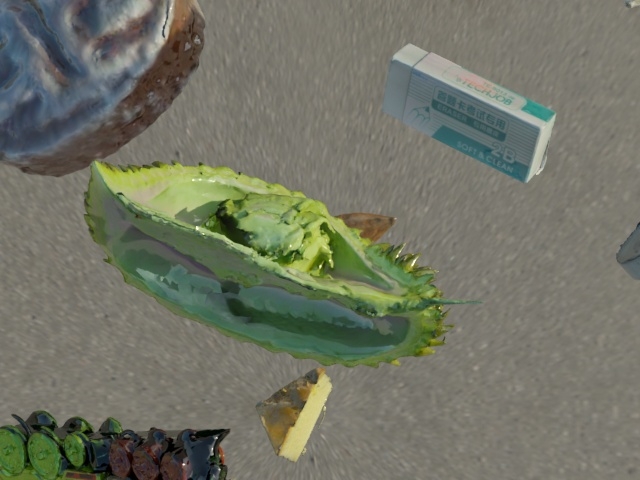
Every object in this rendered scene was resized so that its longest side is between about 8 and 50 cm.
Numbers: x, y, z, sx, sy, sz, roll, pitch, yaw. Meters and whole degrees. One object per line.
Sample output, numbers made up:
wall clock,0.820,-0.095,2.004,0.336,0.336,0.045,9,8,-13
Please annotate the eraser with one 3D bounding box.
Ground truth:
eraser,0.190,-0.165,1.673,0.225,0.095,0.052,29,47,21

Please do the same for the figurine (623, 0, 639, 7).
figurine,0.393,-0.276,1.450,0.109,0.064,0.047,-13,71,-15

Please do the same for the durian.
durian,-0.049,0.031,1.176,0.356,0.169,0.157,19,96,-7

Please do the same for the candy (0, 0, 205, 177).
candy,-0.261,-0.194,1.371,0.289,0.157,0.214,-35,67,8

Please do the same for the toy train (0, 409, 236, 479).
toy train,-0.155,0.172,0.959,0.053,0.250,0.085,-18,102,-46

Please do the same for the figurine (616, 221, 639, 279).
figurine,0.328,0.054,0.852,0.176,0.133,0.236,-39,93,31

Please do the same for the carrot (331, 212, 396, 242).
carrot,0.000,0.000,1.533,0.205,0.072,0.072,-17,82,25

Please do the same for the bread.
bread,-0.017,0.233,1.717,0.109,0.084,0.080,-32,62,3
